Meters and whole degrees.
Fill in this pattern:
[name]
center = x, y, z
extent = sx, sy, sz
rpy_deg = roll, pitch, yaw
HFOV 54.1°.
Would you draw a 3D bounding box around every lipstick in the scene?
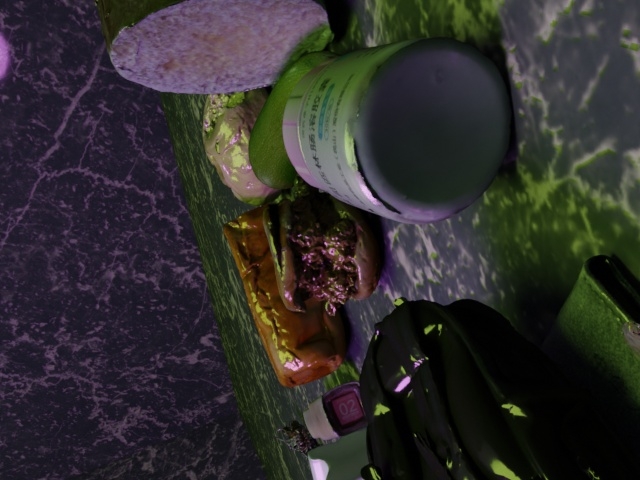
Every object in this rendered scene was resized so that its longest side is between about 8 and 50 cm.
[lipstick]
center = 0.023, 0.306, 1.100
extent = 0.253, 0.079, 0.077
rpy_deg = 114, 135, -68

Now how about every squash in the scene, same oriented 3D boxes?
[squash]
center = -0.036, -0.134, 0.797
extent = 0.378, 0.101, 0.101
rpy_deg = 142, 109, -74

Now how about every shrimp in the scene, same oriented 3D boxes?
[shrimp]
center = -0.048, 0.501, 1.535
extent = 0.174, 0.082, 0.076
rpy_deg = 22, 124, 60

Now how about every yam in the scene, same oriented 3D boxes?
[yam]
center = -0.142, -0.336, 0.700
extent = 0.241, 0.241, 0.348
rpy_deg = 116, 139, -67

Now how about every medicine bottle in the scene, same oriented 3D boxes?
[medicine bottle]
center = 0.051, -0.089, 0.506
extent = 0.168, 0.135, 0.135
rpy_deg = -148, 43, -67

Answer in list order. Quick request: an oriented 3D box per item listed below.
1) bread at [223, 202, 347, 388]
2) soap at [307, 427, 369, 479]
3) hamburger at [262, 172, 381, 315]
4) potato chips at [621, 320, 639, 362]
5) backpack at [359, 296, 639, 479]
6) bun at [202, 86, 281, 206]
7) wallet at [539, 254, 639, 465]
[bread]
center = -0.057, 0.089, 1.038
extent = 0.167, 0.132, 0.294
rpy_deg = 108, 140, -64
[soap]
center = 0.092, 0.364, 0.794
extent = 0.087, 0.159, 0.266
rpy_deg = -148, 43, -63
[hamburger]
center = 0.000, 0.000, 0.782
extent = 0.159, 0.131, 0.185
rpy_deg = -142, 39, -84
[potato chips]
center = 0.215, 0.096, 0.236
extent = 0.228, 0.059, 0.167
rpy_deg = -11, 95, 64
[backpack]
center = 0.106, 0.156, 0.427
extent = 0.206, 0.133, 0.258
rpy_deg = -60, 38, 35
[bun]
center = -0.137, -0.168, 1.054
extent = 0.210, 0.116, 0.237
rpy_deg = -167, 60, -70
[wallet]
center = 0.211, 0.138, 0.389
extent = 0.167, 0.036, 0.222
rpy_deg = 92, 155, -50
